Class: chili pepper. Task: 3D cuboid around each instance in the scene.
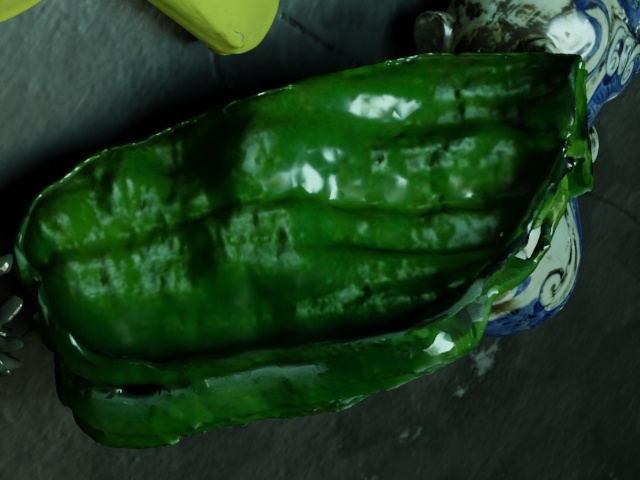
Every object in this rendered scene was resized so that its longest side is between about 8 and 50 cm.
[{"bbox_3d":[0.003,0.008,1.138,0.385,0.213,0.167,-18,155,2],"label":"chili pepper"}]

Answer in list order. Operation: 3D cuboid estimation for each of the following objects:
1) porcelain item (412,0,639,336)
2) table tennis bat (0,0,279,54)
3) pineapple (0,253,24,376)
[{"bbox_3d":[0.142,-0.071,1.306,0.186,0.138,0.288,-13,119,-53],"label":"porcelain item"},{"bbox_3d":[-0.161,-0.198,1.033,0.369,0.054,0.224,29,93,-41],"label":"table tennis bat"},{"bbox_3d":[-0.250,0.004,1.035,0.158,0.158,0.278,-34,143,-18],"label":"pineapple"}]
